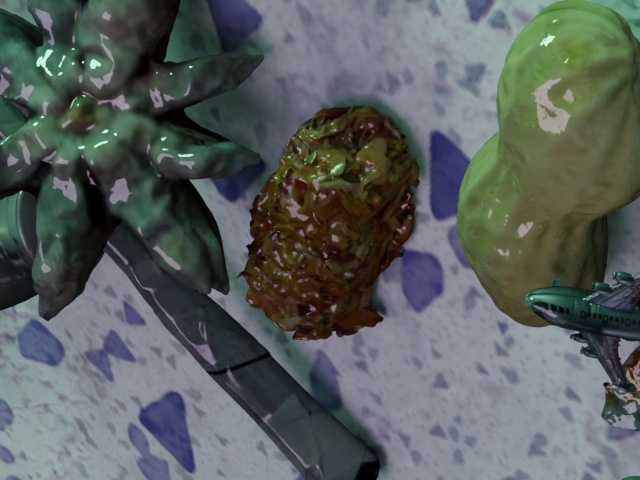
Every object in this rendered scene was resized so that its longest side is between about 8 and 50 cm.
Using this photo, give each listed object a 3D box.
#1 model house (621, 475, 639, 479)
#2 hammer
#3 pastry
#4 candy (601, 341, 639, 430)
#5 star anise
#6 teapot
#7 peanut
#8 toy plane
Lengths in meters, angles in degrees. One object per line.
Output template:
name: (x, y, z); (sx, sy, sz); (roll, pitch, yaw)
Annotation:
model house: (0.228, 0.253, 0.719); (0.280, 0.245, 0.312); (35, 138, 30)
hammer: (-0.123, 0.012, 0.940); (0.427, 0.152, 0.044); (49, 163, -9)
pastry: (-0.002, -0.001, 0.857); (0.087, 0.063, 0.169); (33, 137, 17)
candy: (0.178, 0.022, 0.720); (0.053, 0.046, 0.182); (28, 132, 15)
star anise: (-0.126, -0.072, 0.851); (0.229, 0.093, 0.236); (29, 106, 2)
teapot: (-0.203, -0.023, 1.016); (0.146, 0.148, 0.116); (-6, 151, 37)
peanut: (0.109, -0.028, 0.721); (0.082, 0.082, 0.187); (34, 138, 19)
toy plane: (0.133, 0.034, 0.701); (0.083, 0.031, 0.078); (16, 127, 3)
